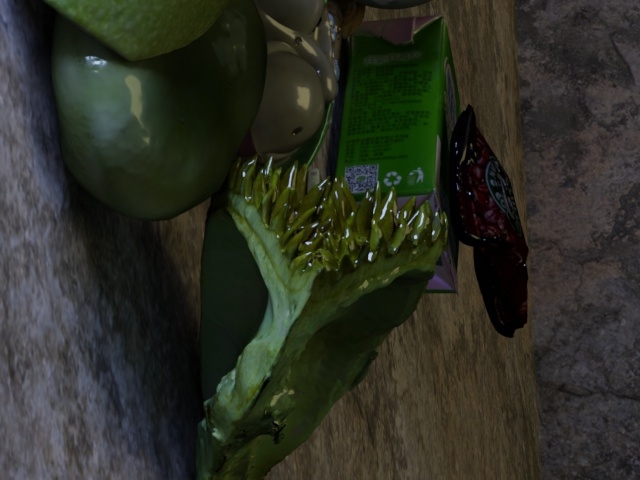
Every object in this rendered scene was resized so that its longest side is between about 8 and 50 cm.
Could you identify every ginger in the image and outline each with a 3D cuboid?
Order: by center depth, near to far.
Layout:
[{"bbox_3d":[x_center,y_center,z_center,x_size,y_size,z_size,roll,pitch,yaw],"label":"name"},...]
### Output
[{"bbox_3d":[0.015,-0.222,1.923,0.137,0.044,0.057,-37,139,-74],"label":"ginger"}]

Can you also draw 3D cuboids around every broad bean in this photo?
[{"bbox_3d":[-0.104,-0.096,1.234,0.228,0.100,0.169,-7,86,-67],"label":"broad bean"}]

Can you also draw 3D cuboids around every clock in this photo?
[{"bbox_3d":[-0.041,-0.141,1.500,0.144,0.103,0.231,39,45,-71],"label":"clock"}]

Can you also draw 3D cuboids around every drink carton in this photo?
[{"bbox_3d":[0.079,-0.084,2.003,0.161,0.108,0.271,76,14,-44],"label":"drink carton"}]

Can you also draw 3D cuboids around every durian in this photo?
[{"bbox_3d":[-0.009,0.078,1.338,0.394,0.163,0.198,113,-19,-54],"label":"durian"}]

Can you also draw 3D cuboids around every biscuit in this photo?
[{"bbox_3d":[0.170,-0.012,2.005,0.235,0.063,0.151,64,12,-54],"label":"biscuit"}]

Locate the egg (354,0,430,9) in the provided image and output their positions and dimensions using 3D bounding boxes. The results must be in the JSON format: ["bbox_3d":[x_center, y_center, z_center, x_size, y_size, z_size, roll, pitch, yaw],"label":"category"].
[{"bbox_3d":[0.071,-0.319,1.898,0.217,0.183,0.183,-85,166,-67],"label":"egg"}]

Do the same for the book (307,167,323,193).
[{"bbox_3d":[0.001,0.000,1.825,0.077,0.014,0.111,69,20,-51],"label":"book"}]

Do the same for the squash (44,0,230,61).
[{"bbox_3d":[-0.100,-0.244,1.194,0.260,0.189,0.189,-58,162,-3],"label":"squash"}]
